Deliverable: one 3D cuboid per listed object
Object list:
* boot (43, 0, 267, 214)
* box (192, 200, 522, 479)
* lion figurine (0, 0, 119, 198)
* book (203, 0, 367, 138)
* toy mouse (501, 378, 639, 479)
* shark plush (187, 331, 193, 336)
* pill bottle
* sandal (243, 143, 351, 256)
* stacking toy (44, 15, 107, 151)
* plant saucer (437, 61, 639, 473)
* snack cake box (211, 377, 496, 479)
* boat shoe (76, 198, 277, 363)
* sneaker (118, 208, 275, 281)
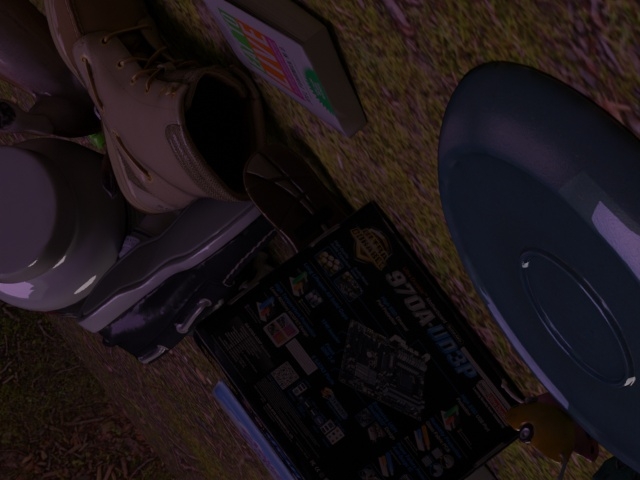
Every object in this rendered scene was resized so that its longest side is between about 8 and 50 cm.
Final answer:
[{"bbox_3d":[-0.142,-0.149,1.548,0.203,0.095,0.262,-1,109,63],"label":"boot"},{"bbox_3d":[0.032,0.107,1.395,0.220,0.175,0.051,52,168,7],"label":"box"},{"bbox_3d":[-0.300,-0.199,1.783,0.392,0.142,0.240,53,-173,2],"label":"lion figurine"},{"bbox_3d":[-0.027,-0.142,1.327,0.144,0.035,0.096,38,161,46],"label":"book"},{"bbox_3d":[0.186,0.142,1.238,0.143,0.031,0.161,30,-170,-29],"label":"toy mouse"},{"bbox_3d":[-0.141,0.072,1.848,0.067,0.073,0.161,27,169,9],"label":"shark plush"},{"bbox_3d":[-0.260,-0.009,1.856,0.176,0.176,0.318,50,-171,17],"label":"pill bottle"},{"bbox_3d":[0.000,0.000,1.485,0.180,0.072,0.049,56,-179,3],"label":"sandal"},{"bbox_3d":[-0.274,-0.172,1.991,0.167,0.052,0.221,59,166,-14],"label":"stacking toy"},{"bbox_3d":[0.166,0.037,1.085,0.317,0.043,0.318,50,164,20],"label":"plant saucer"},{"bbox_3d":[0.040,0.194,1.608,0.264,0.152,0.089,54,166,5],"label":"snack cake box"},{"bbox_3d":[-0.106,0.023,1.651,0.091,0.114,0.302,39,139,-19],"label":"boat shoe"},{"bbox_3d":[-0.078,0.049,1.804,0.258,0.091,0.094,38,168,-24],"label":"sneaker"}]
